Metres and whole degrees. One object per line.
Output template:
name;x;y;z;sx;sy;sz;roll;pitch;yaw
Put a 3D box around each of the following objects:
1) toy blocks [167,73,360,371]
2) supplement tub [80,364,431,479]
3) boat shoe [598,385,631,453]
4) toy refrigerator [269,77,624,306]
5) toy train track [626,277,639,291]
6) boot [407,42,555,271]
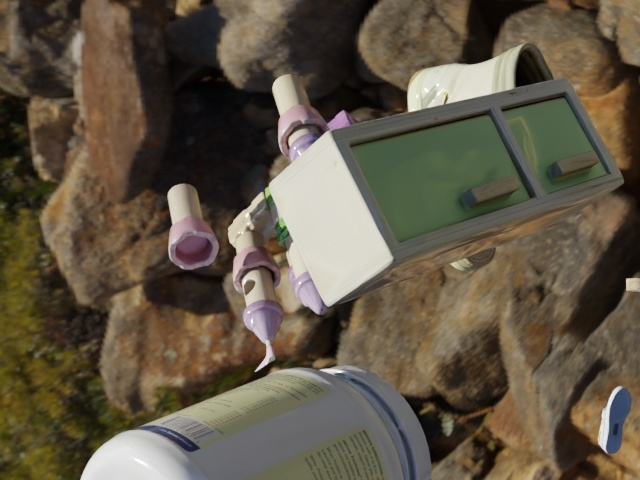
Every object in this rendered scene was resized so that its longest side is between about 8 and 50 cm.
toy blocks;0.000;0.000;1.483;0.288;0.309;0.260;-44;38;22
supplement tub;-0.060;0.268;1.174;0.235;0.325;0.235;13;110;41
boat shoe;0.410;0.249;1.589;0.035;0.035;0.100;-1;106;-19
toy refrigerator;0.105;-0.045;0.852;0.094;0.270;0.102;-38;74;48
toy train track;0.223;0.014;0.733;0.048;0.083;0.014;5;138;6
boot;0.169;-0.076;1.100;0.165;0.077;0.213;-6;97;55
